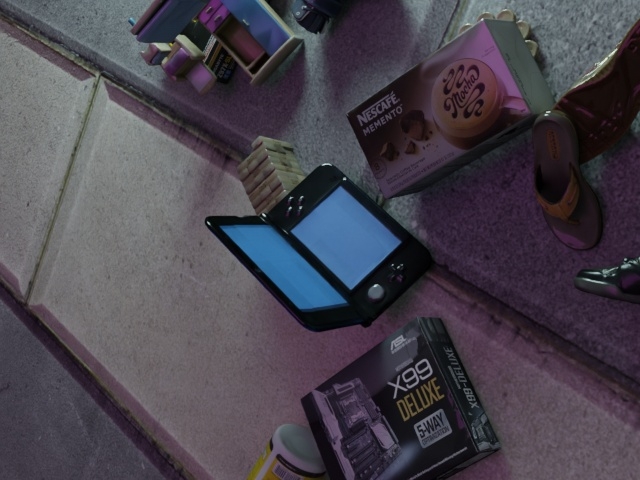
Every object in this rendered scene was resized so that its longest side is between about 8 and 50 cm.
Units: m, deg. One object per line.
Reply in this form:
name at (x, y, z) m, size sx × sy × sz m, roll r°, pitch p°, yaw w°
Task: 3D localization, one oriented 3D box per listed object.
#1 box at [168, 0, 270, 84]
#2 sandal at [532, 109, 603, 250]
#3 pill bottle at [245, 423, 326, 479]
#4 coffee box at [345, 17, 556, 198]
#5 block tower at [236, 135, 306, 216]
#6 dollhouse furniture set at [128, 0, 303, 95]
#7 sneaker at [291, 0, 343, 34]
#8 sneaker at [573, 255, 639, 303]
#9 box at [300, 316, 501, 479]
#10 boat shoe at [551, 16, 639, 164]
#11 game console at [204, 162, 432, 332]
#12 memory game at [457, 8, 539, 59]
box at (-0.220, -0.540, 1.927) m, size 0.257 × 0.079 × 0.322 m, roll 49°, pitch 117°, yaw 37°
sandal at (0.354, -0.082, 1.313) m, size 0.090 × 0.060 × 0.219 m, roll 1°, pitch 115°, yaw 39°
pill bottle at (-0.076, 0.454, 1.649) m, size 0.119 × 0.119 × 0.208 m, roll 45°, pitch 114°, yaw 36°
coffee box at (0.208, -0.207, 1.446) m, size 0.297 × 0.119 × 0.168 m, roll -29°, pitch 81°, yaw 37°
block tower at (-0.054, -0.039, 1.705) m, size 0.097 × 0.091 × 0.335 m, roll -40°, pitch 60°, yaw 30°
dollhouse furniture set at (-0.225, -0.376, 1.703) m, size 0.286 × 0.303 × 0.198 m, roll -44°, pitch 85°, yaw 23°
sneaker at (0.039, -0.452, 1.663) m, size 0.226 × 0.086 × 0.163 m, roll 39°, pitch 100°, yaw 48°
sneaker at (0.467, 0.029, 1.231) m, size 0.228 × 0.087 × 0.130 m, roll 0°, pitch 83°, yaw 39°
box at (0.126, 0.307, 1.511) m, size 0.307 × 0.077 × 0.242 m, roll -39°, pitch 60°, yaw 32°
boat shoe at (0.433, -0.219, 1.301) m, size 0.104 × 0.089 × 0.285 m, roll 45°, pitch 120°, yaw 7°
game console at (0.000, 0.000, 1.511) m, size 0.250 × 0.173 × 0.293 m, roll -43°, pitch 65°, yaw -6°
memory game at (0.281, -0.292, 1.485) m, size 0.186 × 0.012 × 0.186 m, roll -5°, pitch 82°, yaw 42°
